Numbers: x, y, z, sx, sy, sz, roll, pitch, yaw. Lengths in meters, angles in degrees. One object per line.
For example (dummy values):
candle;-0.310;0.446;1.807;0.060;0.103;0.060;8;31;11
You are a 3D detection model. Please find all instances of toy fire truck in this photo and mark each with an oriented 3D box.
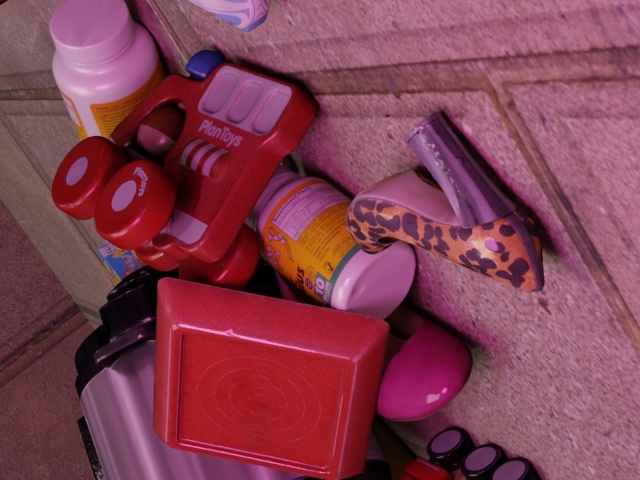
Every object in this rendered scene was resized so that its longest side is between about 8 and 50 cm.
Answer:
toy fire truck;0.159;0.386;1.774;0.217;0.246;0.158;18;143;60
toy fire truck;-0.149;-0.092;1.622;0.169;0.254;0.302;36;175;-37

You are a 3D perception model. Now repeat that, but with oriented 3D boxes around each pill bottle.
pill bottle;0.000;0.000;1.622;0.208;0.117;0.117;39;159;35
pill bottle;-0.270;-0.205;1.861;0.136;0.136;0.245;41;160;31

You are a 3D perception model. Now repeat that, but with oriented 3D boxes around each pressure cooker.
pressure cooker;-0.129;0.223;1.928;0.420;0.376;0.370;68;156;19

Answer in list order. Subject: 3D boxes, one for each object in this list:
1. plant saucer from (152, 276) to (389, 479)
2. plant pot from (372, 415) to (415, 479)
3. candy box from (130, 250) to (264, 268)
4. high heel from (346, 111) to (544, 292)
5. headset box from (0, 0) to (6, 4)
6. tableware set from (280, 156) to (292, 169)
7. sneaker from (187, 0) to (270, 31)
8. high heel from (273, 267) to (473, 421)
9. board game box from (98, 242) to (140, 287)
plant saucer;-0.066;0.171;1.608;0.259;0.047;0.258;10;131;3
plant pot;0.028;0.365;2.168;0.187;0.212;0.212;61;165;13
candy box;-0.187;0.010;2.081;0.187;0.053;0.109;-2;132;28
high heel;0.116;0.011;1.379;0.186;0.093;0.261;55;155;11
headset box;-0.578;-0.487;2.084;0.246;0.131;0.283;47;162;16
tableware set;-0.042;-0.059;1.772;0.168;0.020;0.141;54;162;-6
sneaker;-0.140;-0.292;1.445;0.237;0.085;0.086;44;156;28
high heel;0.043;0.099;1.677;0.181;0.127;0.377;46;168;-18
board game box;-0.232;0.175;2.315;0.302;0.086;0.308;42;154;57
